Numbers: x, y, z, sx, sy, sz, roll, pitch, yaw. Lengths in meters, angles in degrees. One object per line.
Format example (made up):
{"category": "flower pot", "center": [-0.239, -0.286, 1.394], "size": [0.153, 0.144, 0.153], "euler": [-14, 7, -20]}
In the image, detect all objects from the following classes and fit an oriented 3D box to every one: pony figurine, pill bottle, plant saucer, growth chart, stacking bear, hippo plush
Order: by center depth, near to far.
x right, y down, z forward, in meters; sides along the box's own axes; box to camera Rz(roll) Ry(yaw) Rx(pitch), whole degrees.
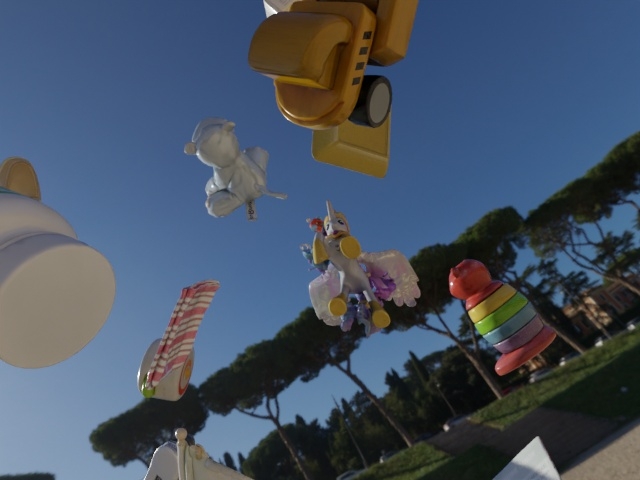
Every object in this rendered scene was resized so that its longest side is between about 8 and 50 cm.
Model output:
{"category": "pill bottle", "center": [-0.304, 0.015, 0.381], "size": [0.136, 0.246, 0.136], "euler": [-47, -33, -45]}
{"category": "growth chart", "center": [-0.107, 0.372, 0.612], "size": [0.021, 0.237, 0.172], "euler": [-46, -28, -58]}
{"category": "pony figurine", "center": [0.085, 0.087, 1.114], "size": [0.303, 0.363, 0.351], "euler": [-22, -74, 7]}
{"category": "stacking bear", "center": [0.462, 0.178, 1.177], "size": [0.175, 0.289, 0.164], "euler": [-26, -20, -39]}
{"category": "hippo plush", "center": [-0.276, -0.202, 1.208], "size": [0.234, 0.294, 0.236], "euler": [-35, -50, 9]}
{"category": "plant saucer", "center": [0.136, -0.417, 1.555], "size": [0.333, 0.332, 0.081], "euler": [9, -9, -33]}

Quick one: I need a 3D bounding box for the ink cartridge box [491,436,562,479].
{"category": "ink cartridge box", "center": [0.318, 0.517, 0.563], "size": [0.091, 0.385, 0.308], "euler": [17, -63, -17]}

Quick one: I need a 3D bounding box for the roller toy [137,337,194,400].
{"category": "roller toy", "center": [-0.510, 0.434, 1.485], "size": [0.146, 0.209, 0.191], "euler": [11, -24, 0]}

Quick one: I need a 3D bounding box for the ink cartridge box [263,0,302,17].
{"category": "ink cartridge box", "center": [0.006, -0.559, 1.060], "size": [0.296, 0.066, 0.261], "euler": [-45, -12, -9]}

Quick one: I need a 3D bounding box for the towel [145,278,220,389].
{"category": "towel", "center": [-0.251, 0.168, 0.811], "size": [0.144, 0.029, 0.197], "euler": [-7, -61, -85]}

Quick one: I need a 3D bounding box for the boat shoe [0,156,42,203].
{"category": "boat shoe", "center": [-0.813, -0.076, 1.204], "size": [0.109, 0.098, 0.302], "euler": [-5, -78, -54]}

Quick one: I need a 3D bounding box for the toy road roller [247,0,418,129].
{"category": "toy road roller", "center": [0.016, -0.361, 0.762], "size": [0.240, 0.202, 0.329], "euler": [-5, -68, -56]}

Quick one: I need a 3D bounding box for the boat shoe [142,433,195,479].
{"category": "boat shoe", "center": [-0.422, 0.645, 1.184], "size": [0.301, 0.108, 0.102], "euler": [-64, -19, 16]}

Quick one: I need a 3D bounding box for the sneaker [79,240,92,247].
{"category": "sneaker", "center": [-0.641, -0.002, 0.949], "size": [0.130, 0.323, 0.236], "euler": [-60, -6, -21]}

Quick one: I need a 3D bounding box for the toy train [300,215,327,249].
{"category": "toy train", "center": [0.000, 0.000, 1.317], "size": [0.125, 0.166, 0.046], "euler": [18, -48, 4]}
